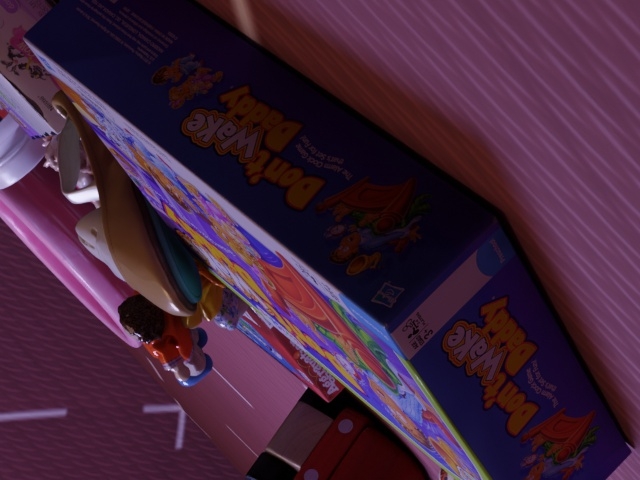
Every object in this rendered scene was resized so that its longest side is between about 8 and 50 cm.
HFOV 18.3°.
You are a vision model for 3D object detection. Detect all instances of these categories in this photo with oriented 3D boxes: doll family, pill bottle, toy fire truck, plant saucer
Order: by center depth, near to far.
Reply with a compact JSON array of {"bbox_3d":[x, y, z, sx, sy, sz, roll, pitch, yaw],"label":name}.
[{"bbox_3d":[-0.133,-0.015,1.640,0.263,0.118,0.163,62,-175,25],"label":"doll family"},{"bbox_3d":[0.065,0.281,1.903,0.246,0.158,0.217,27,162,28],"label":"toy fire truck"},{"bbox_3d":[-0.369,-0.147,2.041,0.193,0.108,0.108,50,170,-24],"label":"pill bottle"},{"bbox_3d":[-0.316,-0.010,2.481,0.332,0.084,0.332,45,170,10],"label":"plant saucer"}]

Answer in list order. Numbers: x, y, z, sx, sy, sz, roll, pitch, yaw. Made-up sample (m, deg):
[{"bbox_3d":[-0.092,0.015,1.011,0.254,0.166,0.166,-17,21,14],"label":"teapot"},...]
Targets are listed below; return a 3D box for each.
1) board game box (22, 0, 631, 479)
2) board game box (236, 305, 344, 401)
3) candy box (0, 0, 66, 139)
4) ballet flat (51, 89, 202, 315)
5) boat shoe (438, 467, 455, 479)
[{"bbox_3d":[0.000,0.000,1.121,0.347,0.078,0.233,38,168,42],"label":"board game box"},{"bbox_3d":[-0.090,0.048,1.895,0.281,0.027,0.145,34,164,53],"label":"board game box"},{"bbox_3d":[-0.247,-0.162,1.550,0.165,0.070,0.196,48,171,-11],"label":"candy box"},{"bbox_3d":[-0.137,-0.028,1.359,0.080,0.073,0.232,55,-167,-48],"label":"ballet flat"},{"bbox_3d":[0.144,0.225,1.561,0.137,0.049,0.043,51,169,0],"label":"boat shoe"}]
